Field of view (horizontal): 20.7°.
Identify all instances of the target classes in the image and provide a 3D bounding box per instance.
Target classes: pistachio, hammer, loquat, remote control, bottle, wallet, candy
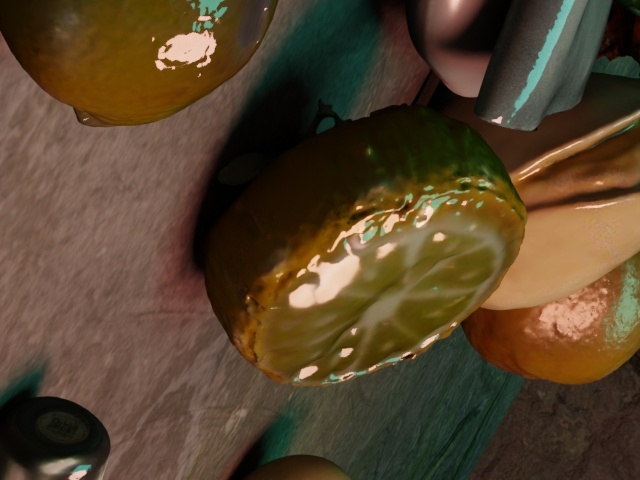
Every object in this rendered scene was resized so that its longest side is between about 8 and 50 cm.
[{"bbox_3d":[0.213,-0.053,1.709,0.321,0.229,0.238,-19,-176,32],"label":"pistachio"},{"bbox_3d":[0.054,-0.051,1.688,0.292,0.029,0.058,-62,167,2],"label":"hammer"},{"bbox_3d":[-0.089,-0.134,0.842,0.152,0.152,0.195,-46,167,-43],"label":"loquat"},{"bbox_3d":[0.152,-0.238,1.496,0.221,0.103,0.332,-66,165,-1],"label":"remote control"},{"bbox_3d":[-0.216,0.223,1.220,0.096,0.079,0.254,-1,128,-28],"label":"bottle"},{"bbox_3d":[0.221,-0.225,1.454,0.290,0.054,0.251,-31,143,-66],"label":"wallet"},{"bbox_3d":[0.299,0.036,2.220,0.276,0.276,0.284,-41,138,-51],"label":"loquat"},{"bbox_3d":[0.036,0.008,1.359,0.259,0.118,0.260,-22,150,-13],"label":"candy"}]

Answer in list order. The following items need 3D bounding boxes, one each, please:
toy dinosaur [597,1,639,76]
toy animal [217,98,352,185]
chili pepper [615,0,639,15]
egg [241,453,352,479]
[{"bbox_3d":[0.315,-0.270,1.827,0.112,0.327,0.207,6,82,-32],"label":"toy dinosaur"},{"bbox_3d":[-0.014,-0.073,1.386,0.075,0.041,0.217,-54,163,14],"label":"toy animal"},{"bbox_3d":[0.311,-0.267,1.724,0.088,0.227,0.059,-62,166,24],"label":"chili pepper"},{"bbox_3d":[-0.036,0.317,1.819,0.201,0.164,0.164,-61,165,9],"label":"egg"}]
